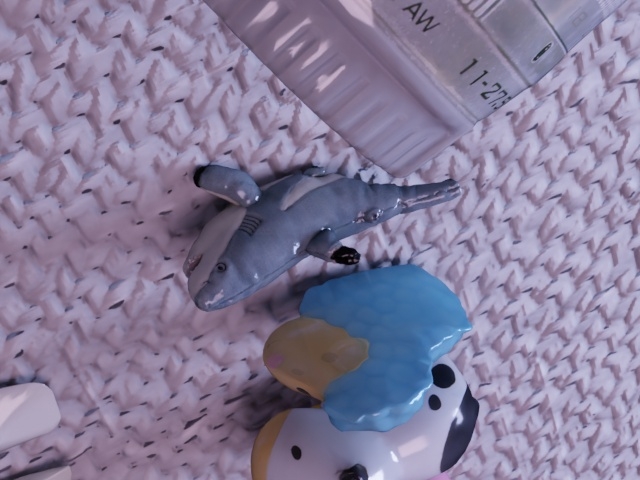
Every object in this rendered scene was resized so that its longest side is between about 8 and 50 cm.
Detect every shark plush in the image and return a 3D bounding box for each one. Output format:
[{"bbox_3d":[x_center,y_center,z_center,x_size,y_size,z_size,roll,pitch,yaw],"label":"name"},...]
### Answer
[{"bbox_3d":[0.000,0.000,0.763,0.161,0.067,0.073,-6,126,-21],"label":"shark plush"}]

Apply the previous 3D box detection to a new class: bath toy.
[{"bbox_3d":[0.041,0.187,0.883,0.151,0.129,0.348,-18,131,-12],"label":"bath toy"}]

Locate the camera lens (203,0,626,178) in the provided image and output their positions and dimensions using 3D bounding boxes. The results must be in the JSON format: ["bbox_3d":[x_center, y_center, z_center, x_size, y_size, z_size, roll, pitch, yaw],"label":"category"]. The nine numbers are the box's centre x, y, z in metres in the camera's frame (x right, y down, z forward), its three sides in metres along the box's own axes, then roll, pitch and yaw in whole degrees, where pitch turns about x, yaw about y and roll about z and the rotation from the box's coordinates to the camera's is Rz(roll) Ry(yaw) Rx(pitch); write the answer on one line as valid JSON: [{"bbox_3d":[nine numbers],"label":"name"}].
[{"bbox_3d":[0.064,-0.190,0.550,0.274,0.219,0.219,-42,130,9],"label":"camera lens"}]

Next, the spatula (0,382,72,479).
[{"bbox_3d":[-0.260,0.175,0.811,0.242,0.019,0.168,-17,135,-11],"label":"spatula"}]
